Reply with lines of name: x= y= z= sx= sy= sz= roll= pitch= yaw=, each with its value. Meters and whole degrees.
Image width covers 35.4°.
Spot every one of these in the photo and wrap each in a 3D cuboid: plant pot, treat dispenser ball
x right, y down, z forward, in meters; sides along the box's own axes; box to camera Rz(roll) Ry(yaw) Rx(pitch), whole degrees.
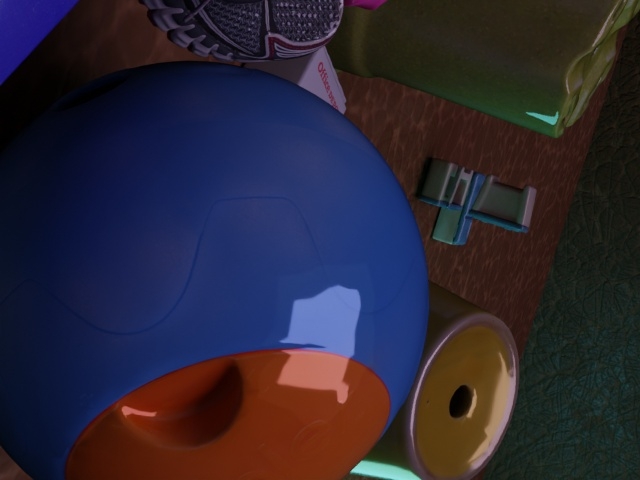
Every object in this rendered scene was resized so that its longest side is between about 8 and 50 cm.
plant pot: x=0.159 y=-0.232 z=0.951 sx=0.276 sy=0.254 sz=0.276 roll=-52 pitch=162 yaw=-25
plant pot: x=0.047 y=0.123 z=0.966 sx=0.254 sy=0.239 sz=0.254 roll=-15 pitch=111 yaw=-43
treat dispenser ball: x=-0.077 y=0.034 z=0.623 sx=0.288 sy=0.288 sz=0.288 roll=-50 pitch=150 yaw=-42

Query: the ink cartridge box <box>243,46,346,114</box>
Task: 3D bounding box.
ink cartridge box: x=-0.043 y=-0.096 z=0.906 sx=0.150 sy=0.063 sz=0.109 roll=-64 pitch=157 yaw=-18

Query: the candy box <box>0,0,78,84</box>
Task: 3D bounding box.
candy box: x=-0.244 y=-0.106 z=0.335 sx=0.317 sy=0.122 sz=0.268 roll=-59 pitch=157 yaw=-31

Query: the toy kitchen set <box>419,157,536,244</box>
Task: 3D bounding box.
toy kitchen set: x=0.245 y=-0.038 z=1.508 sx=0.207 sy=0.166 sz=0.122 roll=3 pitch=105 yaw=-68

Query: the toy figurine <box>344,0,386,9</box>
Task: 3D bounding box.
toy figurine: x=0.009 y=-0.245 z=0.775 sx=0.173 sy=0.159 sz=0.130 roll=-69 pitch=159 yaw=-6

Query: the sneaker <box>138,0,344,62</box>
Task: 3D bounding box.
sneaker: x=-0.038 y=-0.171 z=0.477 sx=0.121 sy=0.112 sz=0.299 roll=-67 pitch=160 yaw=-12
